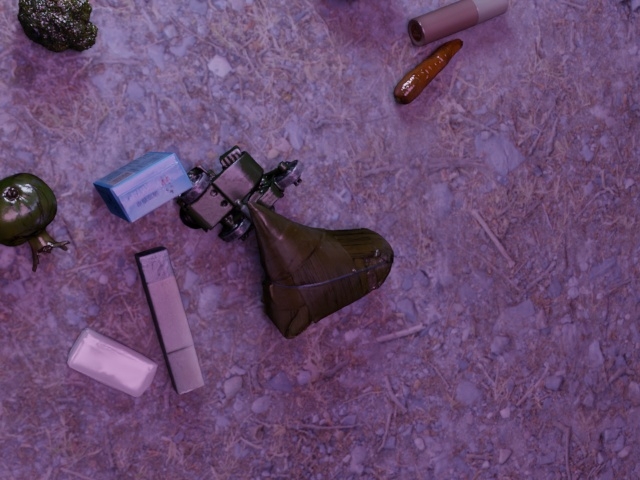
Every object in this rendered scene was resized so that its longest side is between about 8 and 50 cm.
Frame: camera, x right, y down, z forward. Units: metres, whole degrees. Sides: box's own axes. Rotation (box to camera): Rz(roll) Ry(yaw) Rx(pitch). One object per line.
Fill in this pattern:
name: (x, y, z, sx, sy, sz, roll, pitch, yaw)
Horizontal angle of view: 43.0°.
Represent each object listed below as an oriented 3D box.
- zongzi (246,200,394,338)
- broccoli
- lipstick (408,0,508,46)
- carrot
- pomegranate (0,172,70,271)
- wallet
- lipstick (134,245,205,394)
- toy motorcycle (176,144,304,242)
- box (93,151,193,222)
zongzi: (0.000, 0.000, 1.797, 0.323, 0.160, 0.360, -31, 128, -22)
broccoli: (-0.517, -0.439, 1.605, 0.162, 0.146, 0.138, 32, 49, -5)
lipstick: (0.336, -0.545, 1.979, 0.254, 0.070, 0.070, -25, 104, -19)
carrot: (0.266, -0.418, 1.973, 0.248, 0.059, 0.059, -45, 109, -16)
pomegranate: (-0.585, -0.035, 1.611, 0.152, 0.131, 0.191, -31, 113, -21)
wallet: (-0.445, 0.267, 1.748, 0.190, 0.033, 0.095, 33, 84, -22)
lipstick: (-0.327, 0.174, 1.770, 0.068, 0.066, 0.317, -18, 102, -21)
toy motorcycle: (-0.182, -0.115, 1.781, 0.275, 0.127, 0.205, -46, 109, -5)
box: (-0.361, -0.112, 1.638, 0.143, 0.232, 0.083, -33, 107, -17)
